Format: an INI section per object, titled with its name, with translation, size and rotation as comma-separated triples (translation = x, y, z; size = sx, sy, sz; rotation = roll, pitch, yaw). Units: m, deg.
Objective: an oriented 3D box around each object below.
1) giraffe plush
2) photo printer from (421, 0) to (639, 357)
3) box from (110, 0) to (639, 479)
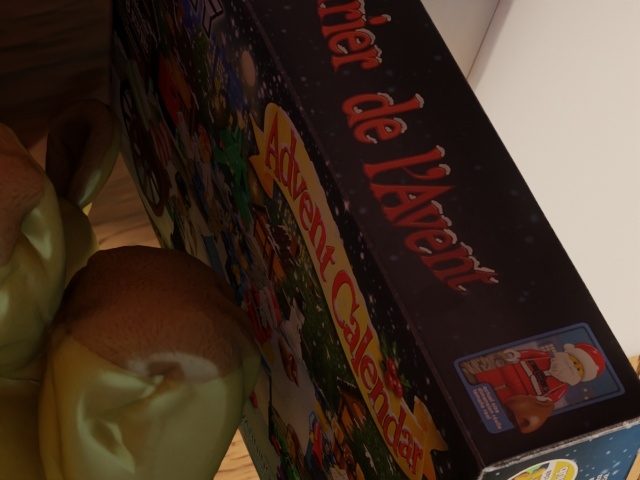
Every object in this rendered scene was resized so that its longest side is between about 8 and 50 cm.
[giraffe plush]
translation = -0.106, 0.032, 0.546
size = 0.181, 0.170, 0.210
rotation = -28, 125, 7
[photo printer]
translation = 0.118, -0.069, 0.607
size = 0.256, 0.107, 0.307
rotation = -10, 144, -25
[box]
translation = 0.000, 0.000, 0.501
size = 0.044, 0.233, 0.159
rotation = -15, 146, -17
